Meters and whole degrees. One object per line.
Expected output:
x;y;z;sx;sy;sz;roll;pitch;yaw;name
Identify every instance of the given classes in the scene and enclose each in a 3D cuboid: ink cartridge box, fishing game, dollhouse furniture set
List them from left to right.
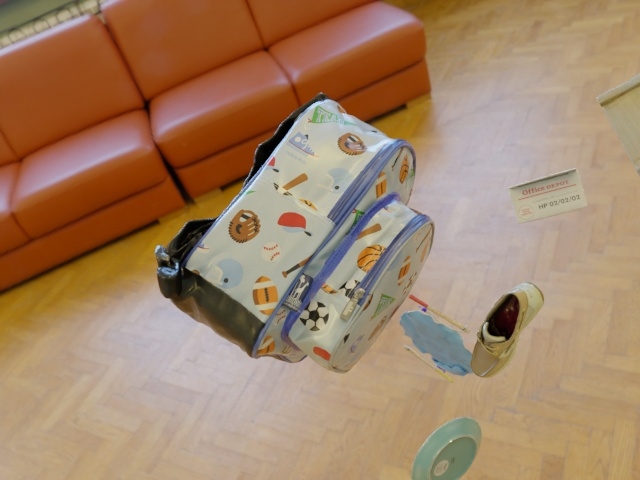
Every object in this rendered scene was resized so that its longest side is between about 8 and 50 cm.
0.248;0.207;1.214;0.189;0.264;0.041;32;64;28;fishing game
0.361;-0.068;0.932;0.104;0.061;0.181;-16;-3;21;ink cartridge box
0.437;-0.130;0.639;0.184;0.129;0.129;-30;47;29;dollhouse furniture set

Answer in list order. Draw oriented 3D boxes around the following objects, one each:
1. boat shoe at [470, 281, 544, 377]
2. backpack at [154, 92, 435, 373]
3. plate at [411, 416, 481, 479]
0.204;0.106;0.676;0.045;0.135;0.050;-3;34;-39;boat shoe
0.000;0.000;0.604;0.213;0.276;0.263;26;81;9;backpack
0.269;0.451;1.209;0.188;0.188;0.024;-34;36;-14;plate
